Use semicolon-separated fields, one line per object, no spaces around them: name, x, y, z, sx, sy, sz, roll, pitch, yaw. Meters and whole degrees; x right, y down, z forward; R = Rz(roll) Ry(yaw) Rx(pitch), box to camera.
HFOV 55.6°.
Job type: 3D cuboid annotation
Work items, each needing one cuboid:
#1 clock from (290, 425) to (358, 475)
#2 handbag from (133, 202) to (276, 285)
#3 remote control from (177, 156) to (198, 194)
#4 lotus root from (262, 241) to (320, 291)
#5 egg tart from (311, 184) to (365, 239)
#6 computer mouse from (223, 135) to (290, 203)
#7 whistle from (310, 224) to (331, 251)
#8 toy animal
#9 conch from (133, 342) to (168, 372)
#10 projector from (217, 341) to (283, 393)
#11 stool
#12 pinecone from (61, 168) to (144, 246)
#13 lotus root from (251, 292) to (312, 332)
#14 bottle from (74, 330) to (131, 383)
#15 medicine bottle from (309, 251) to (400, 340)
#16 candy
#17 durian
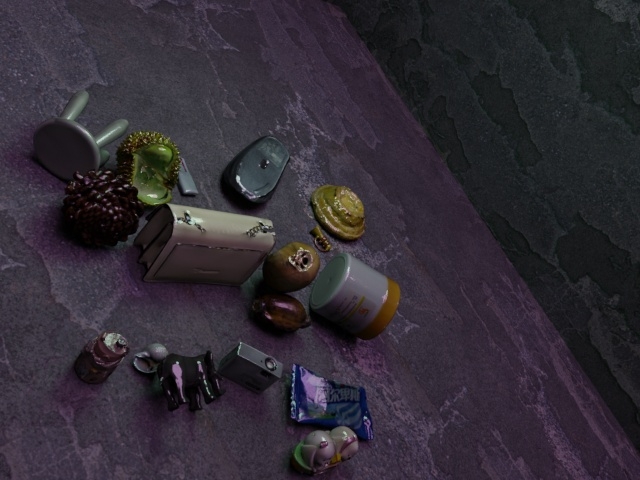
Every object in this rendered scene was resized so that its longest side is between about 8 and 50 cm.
clock;0.018;0.582;1.693;0.231;0.144;0.103;3;55;-46
handbag;-0.342;0.007;1.814;0.359;0.237;0.160;7;52;-42
remote control;-0.471;-0.225;2.091;0.065;0.029;0.166;0;55;-45
lotus root;-0.101;0.095;1.949;0.169;0.343;0.151;-28;87;-18
egg tart;0.096;-0.131;2.519;0.290;0.115;0.290;28;39;-26
computer mouse;-0.240;-0.257;2.294;0.203;0.114;0.374;42;43;-10
whistle;0.003;-0.004;2.356;0.109;0.046;0.057;57;21;6
toy animal;-0.323;0.358;1.566;0.146;0.115;0.245;68;8;24
conch;-0.437;0.307;1.572;0.085;0.056;0.076;-12;70;-8
projector;-0.197;0.359;1.717;0.147;0.115;0.061;33;38;-19
stool;-0.702;-0.302;1.784;0.195;0.195;0.198;37;34;-13
pinecone;-0.605;-0.104;1.676;0.221;0.221;0.221;28;39;-25
lotus root;-0.119;0.229;1.923;0.210;0.120;0.120;24;41;-25
bottle;-0.516;0.268;1.442;0.099;0.152;0.098;26;41;-25
medicine bottle;0.117;0.194;2.105;0.232;0.238;0.237;31;37;-18
candy;0.034;0.497;1.857;0.331;0.077;0.187;25;42;-31
durian;-0.529;-0.228;1.872;0.200;0.236;0.176;-5;27;-21
